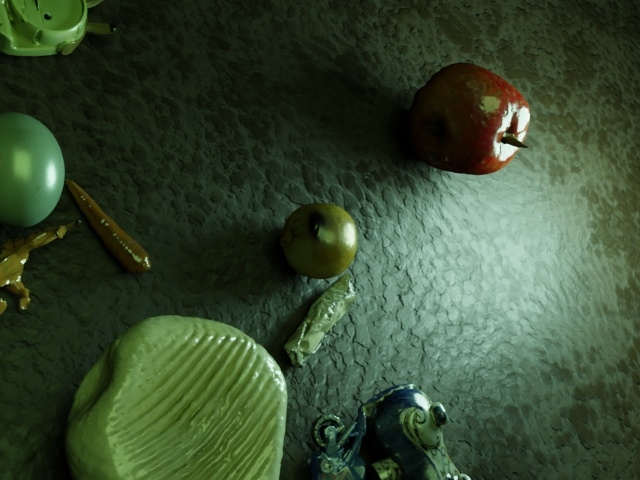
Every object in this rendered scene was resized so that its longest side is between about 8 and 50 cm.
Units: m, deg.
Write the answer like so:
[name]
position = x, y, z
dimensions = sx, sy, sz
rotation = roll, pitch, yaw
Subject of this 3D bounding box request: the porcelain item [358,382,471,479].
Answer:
[porcelain item]
position = 0.159, 0.414, 1.552
dimensions = 0.186, 0.138, 0.288
rotation = -19, 83, -19

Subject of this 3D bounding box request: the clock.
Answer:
[clock]
position = -0.496, -0.423, 1.554
dimensions = 0.232, 0.069, 0.170
rotation = -6, 72, -34

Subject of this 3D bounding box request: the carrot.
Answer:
[carrot]
position = -0.372, -0.025, 1.468
dimensions = 0.216, 0.048, 0.048
rotation = 48, 52, 2

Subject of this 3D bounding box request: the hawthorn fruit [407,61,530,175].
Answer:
[hawthorn fruit]
position = 0.326, -0.263, 1.880
dimensions = 0.262, 0.258, 0.258
rotation = 21, 56, 4

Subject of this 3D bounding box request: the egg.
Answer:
[egg]
position = -0.488, -0.113, 1.364
dimensions = 0.149, 0.149, 0.192
rotation = -1, 66, -33

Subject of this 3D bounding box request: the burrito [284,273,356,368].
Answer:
[burrito]
position = 0.003, 0.149, 1.613
dimensions = 0.063, 0.058, 0.229
rotation = 41, 51, -4

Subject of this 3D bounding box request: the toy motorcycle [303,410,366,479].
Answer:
[toy motorcycle]
position = 0.036, 0.406, 1.495
dimensions = 0.114, 0.076, 0.205
rotation = 3, 81, -23

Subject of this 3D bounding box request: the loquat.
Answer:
[loquat]
position = 0.000, 0.000, 1.629
dimensions = 0.163, 0.137, 0.163
rotation = 19, 41, -17

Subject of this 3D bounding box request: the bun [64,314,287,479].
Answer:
[bun]
position = -0.216, 0.299, 1.295
dimensions = 0.352, 0.227, 0.349
rotation = 49, 52, 0

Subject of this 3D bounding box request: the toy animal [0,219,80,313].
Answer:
[toy animal]
position = -0.490, 0.032, 1.345
dimensions = 0.116, 0.114, 0.255
rotation = 24, 37, 33
